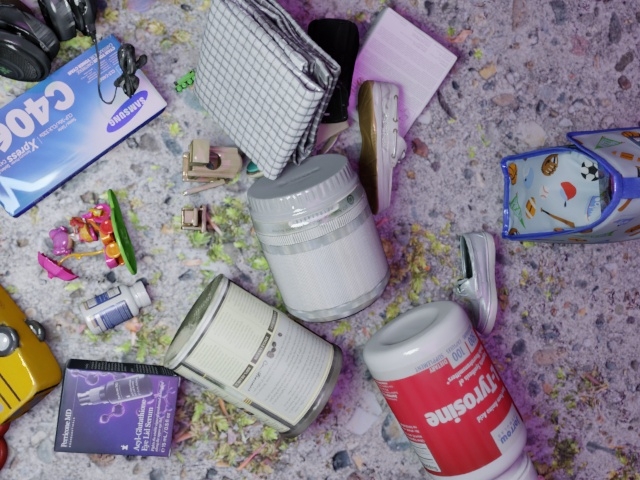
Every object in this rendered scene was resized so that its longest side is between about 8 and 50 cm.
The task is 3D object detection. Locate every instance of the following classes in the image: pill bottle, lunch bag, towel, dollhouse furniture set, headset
[{"bbox_3d":[-0.383,0.123,1.305,0.120,0.067,0.067,-26,97,-15],"label":"pill bottle"},{"bbox_3d":[0.612,-0.112,1.441,0.327,0.385,0.239,-4,91,-16],"label":"lunch bag"},{"bbox_3d":[0.275,0.346,1.419,0.229,0.229,0.408,-32,99,-14],"label":"pill bottle"},{"bbox_3d":[-0.098,-0.290,1.261,0.121,0.235,0.284,-28,67,-40],"label":"towel"},{"bbox_3d":[-0.200,-0.094,1.301,0.101,0.182,0.161,2,89,-17],"label":"dollhouse furniture set"},{"bbox_3d":[-0.468,-0.379,1.164,0.394,0.185,0.243,38,68,-3],"label":"headset"}]

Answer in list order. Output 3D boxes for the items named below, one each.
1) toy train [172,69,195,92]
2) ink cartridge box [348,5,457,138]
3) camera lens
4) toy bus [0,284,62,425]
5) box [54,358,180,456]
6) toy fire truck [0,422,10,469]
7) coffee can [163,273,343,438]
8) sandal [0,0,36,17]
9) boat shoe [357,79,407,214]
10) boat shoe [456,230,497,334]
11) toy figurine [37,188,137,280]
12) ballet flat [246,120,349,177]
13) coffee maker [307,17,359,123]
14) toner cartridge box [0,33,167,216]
[{"bbox_3d":[-0.256,-0.322,1.372,0.083,0.017,0.024,-37,90,-14],"label":"toy train"},{"bbox_3d":[0.151,-0.349,1.489,0.189,0.066,0.232,31,102,-15],"label":"ink cartridge box"},{"bbox_3d":[0.000,0.000,1.316,0.219,0.219,0.274,-26,114,-15],"label":"camera lens"},{"bbox_3d":[-0.589,0.143,1.193,0.130,0.108,0.333,-40,86,3],"label":"toy bus"},{"bbox_3d":[-0.375,0.309,1.286,0.207,0.108,0.153,7,88,-17],"label":"box"},{"bbox_3d":[-0.702,0.351,1.172,0.254,0.169,0.302,44,77,7],"label":"toy fire truck"},{"bbox_3d":[-0.125,0.218,1.312,0.275,0.201,0.201,34,80,-14],"label":"coffee can"},{"bbox_3d":[-0.607,-0.408,1.245,0.219,0.060,0.090,22,73,-14],"label":"sandal"},{"bbox_3d":[0.138,-0.193,1.443,0.096,0.098,0.277,-3,97,-20],"label":"boat shoe"},{"bbox_3d":[0.336,0.092,1.523,0.081,0.079,0.228,1,83,-10],"label":"boat shoe"},{"bbox_3d":[-0.440,0.004,1.277,0.159,0.130,0.173,-17,73,-7],"label":"toy figurine"},{"bbox_3d":[-0.038,-0.185,1.410,0.248,0.086,0.086,-41,101,-14],"label":"ballet flat"},{"bbox_3d":[0.022,-0.345,1.349,0.120,0.171,0.178,15,60,-13],"label":"coffee maker"},{"bbox_3d":[-0.472,-0.210,1.276,0.348,0.075,0.165,-40,102,-13],"label":"toner cartridge box"}]
